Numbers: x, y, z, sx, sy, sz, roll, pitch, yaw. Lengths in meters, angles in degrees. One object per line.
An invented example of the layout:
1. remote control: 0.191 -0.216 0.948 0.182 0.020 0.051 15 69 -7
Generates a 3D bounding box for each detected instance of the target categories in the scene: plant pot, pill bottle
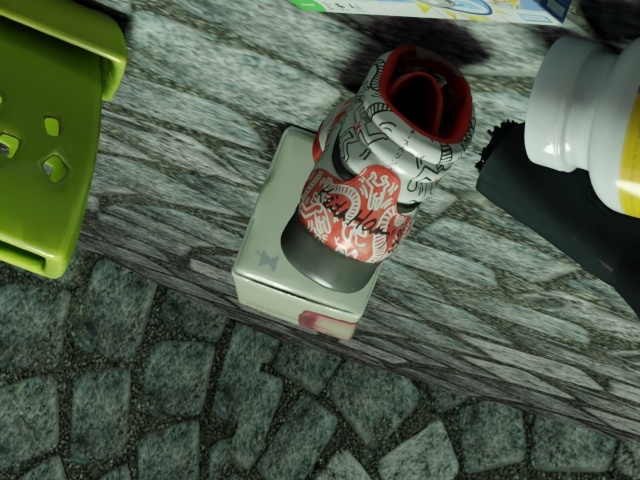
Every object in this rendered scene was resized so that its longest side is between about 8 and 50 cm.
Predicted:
1. plant pot: -0.284 -0.107 1.374 0.228 0.207 0.227 21 172 -8
2. pill bottle: 0.209 -0.055 0.890 0.184 0.103 0.103 17 171 23

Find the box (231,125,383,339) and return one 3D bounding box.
1. box: 0.000 0.000 1.580 0.127 0.148 0.232 20 172 1

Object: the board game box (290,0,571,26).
1. board game box: 0.020 -0.163 0.883 0.201 0.035 0.136 11 168 47

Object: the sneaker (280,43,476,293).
1. sneaker: 0.055 -0.078 1.157 0.090 0.145 0.270 32 -154 -4

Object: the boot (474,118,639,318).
1. boot: 0.233 -0.028 1.024 0.246 0.094 0.207 -24 -119 -41
